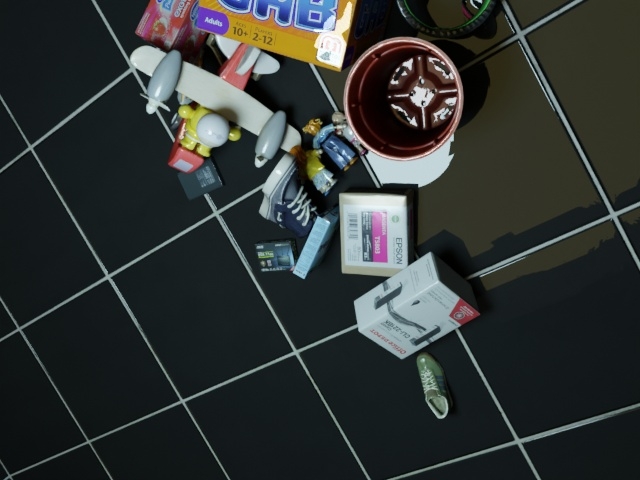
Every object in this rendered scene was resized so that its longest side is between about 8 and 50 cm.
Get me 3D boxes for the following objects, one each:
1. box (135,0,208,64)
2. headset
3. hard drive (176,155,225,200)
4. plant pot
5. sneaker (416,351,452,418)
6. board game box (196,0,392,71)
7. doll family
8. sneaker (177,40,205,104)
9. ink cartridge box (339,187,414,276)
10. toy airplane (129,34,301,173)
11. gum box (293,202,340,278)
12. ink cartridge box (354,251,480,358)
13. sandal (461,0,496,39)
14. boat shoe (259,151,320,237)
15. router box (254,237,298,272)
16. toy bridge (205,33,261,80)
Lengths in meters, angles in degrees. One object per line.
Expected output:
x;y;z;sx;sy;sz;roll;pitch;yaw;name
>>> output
-0.363;-0.623;1.702;0.128;0.122;0.257;30;96;19;box
0.297;-0.675;1.470;0.243;0.185;0.395;4;113;2;headset
-0.364;-0.186;1.934;0.135;0.022;0.094;-20;98;24;hard drive
0.223;-0.348;1.536;0.272;0.265;0.273;6;109;18;plant pot
0.326;0.422;1.831;0.064;0.086;0.192;-21;98;24;sneaker
-0.027;-0.637;1.462;0.356;0.356;0.357;19;119;11;board game box
0.010;-0.241;1.727;0.163;0.118;0.263;45;115;3;doll family
-0.384;-0.496;1.819;0.083;0.084;0.215;13;99;15;sneaker
0.156;-0.023;1.758;0.193;0.088;0.235;3;106;21;ink cartridge box
-0.264;-0.355;1.685;0.385;0.273;0.385;-10;129;1;toy airplane
0.000;0.000;1.783;0.041;0.157;0.185;29;113;9;gum box
0.256;0.182;1.723;0.272;0.114;0.197;-36;127;26;ink cartridge box
0.370;-0.569;1.539;0.067;0.040;0.179;-20;98;23;sandal
-0.066;-0.113;1.718;0.158;0.340;0.127;34;74;2;boat shoe
-0.129;0.045;1.910;0.122;0.038;0.092;-5;103;21;router box
-0.249;-0.506;1.792;0.188;0.026;0.063;37;116;5;toy bridge
